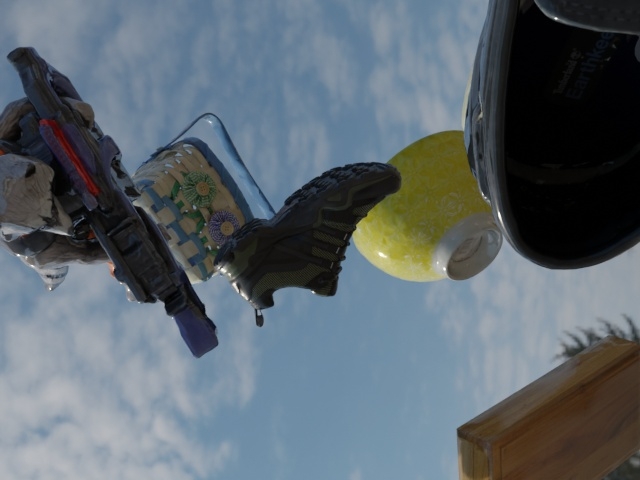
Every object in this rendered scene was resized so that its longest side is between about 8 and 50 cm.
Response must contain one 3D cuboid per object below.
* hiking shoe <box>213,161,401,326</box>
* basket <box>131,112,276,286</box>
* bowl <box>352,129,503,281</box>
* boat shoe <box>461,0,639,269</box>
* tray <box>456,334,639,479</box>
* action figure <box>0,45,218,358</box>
[{"bbox_3d":[0.000,0.000,0.958,0.114,0.227,0.086,58,-175,-18],"label":"hiking shoe"},{"bbox_3d":[-0.198,-0.052,1.448,0.254,0.201,0.289,58,-143,-14],"label":"basket"},{"bbox_3d":[0.215,-0.025,1.451,0.289,0.156,0.289,-21,-41,-20],"label":"bowl"},{"bbox_3d":[0.173,-0.165,0.403,0.500,0.187,0.156,98,180,-52],"label":"boat shoe"},{"bbox_3d":[0.383,0.321,1.390,0.411,0.076,0.202,-20,-67,-38],"label":"tray"},{"bbox_3d":[-0.243,0.004,0.865,0.341,0.178,0.330,57,177,12],"label":"action figure"}]
